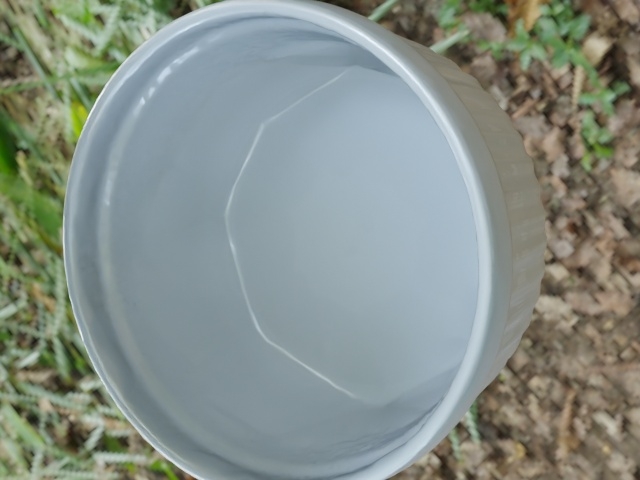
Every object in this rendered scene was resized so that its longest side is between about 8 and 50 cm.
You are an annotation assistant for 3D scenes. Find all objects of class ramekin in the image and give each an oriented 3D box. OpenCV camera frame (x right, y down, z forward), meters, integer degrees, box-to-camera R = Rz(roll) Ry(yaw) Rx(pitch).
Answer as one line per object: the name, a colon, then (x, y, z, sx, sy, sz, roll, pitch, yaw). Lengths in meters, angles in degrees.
ramekin: (0.000, 0.000, 0.547, 0.207, 0.109, 0.207, 4, 99, 29)
